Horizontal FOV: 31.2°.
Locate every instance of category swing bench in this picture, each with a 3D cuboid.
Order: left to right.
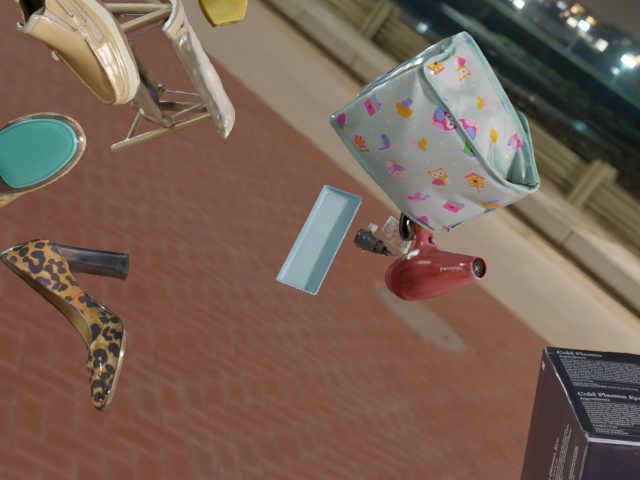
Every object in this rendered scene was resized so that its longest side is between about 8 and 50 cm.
[{"bbox_3d":[-0.310,-0.315,2.124,0.165,0.255,0.253,-76,152,-43],"label":"swing bench"}]

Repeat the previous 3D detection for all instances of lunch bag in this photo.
[{"bbox_3d":[0.184,-0.145,1.720,0.262,0.223,0.160,53,47,-10],"label":"lunch bag"}]

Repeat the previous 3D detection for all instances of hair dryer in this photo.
[{"bbox_3d":[0.160,-0.010,1.871,0.080,0.223,0.293,-4,35,-40],"label":"hair dryer"}]

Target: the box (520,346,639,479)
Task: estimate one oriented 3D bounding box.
[{"bbox_3d":[0.419,0.378,1.708,0.179,0.343,0.312,5,19,-3],"label":"box"}]

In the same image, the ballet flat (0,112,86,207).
[{"bbox_3d":[-0.519,-0.119,1.903,0.123,0.349,0.123,52,22,-31],"label":"ballet flat"}]

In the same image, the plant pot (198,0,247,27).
[{"bbox_3d":[-0.154,-0.382,1.810,0.082,0.083,0.081,-11,5,-8],"label":"plant pot"}]

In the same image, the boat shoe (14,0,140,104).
[{"bbox_3d":[-0.232,-0.192,0.992,0.190,0.068,0.072,56,45,-11],"label":"boat shoe"}]

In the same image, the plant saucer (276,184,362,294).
[{"bbox_3d":[0.000,0.000,1.781,0.067,0.192,0.018,20,-30,12],"label":"plant saucer"}]

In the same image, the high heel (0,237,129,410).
[{"bbox_3d":[-0.374,0.119,1.641,0.186,0.093,0.261,8,56,-17],"label":"high heel"}]
